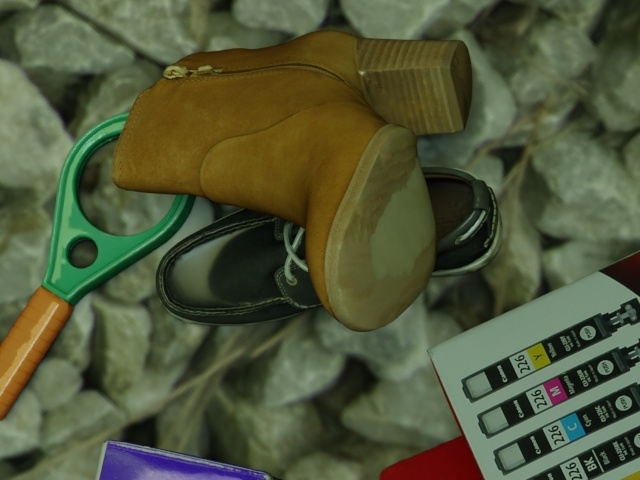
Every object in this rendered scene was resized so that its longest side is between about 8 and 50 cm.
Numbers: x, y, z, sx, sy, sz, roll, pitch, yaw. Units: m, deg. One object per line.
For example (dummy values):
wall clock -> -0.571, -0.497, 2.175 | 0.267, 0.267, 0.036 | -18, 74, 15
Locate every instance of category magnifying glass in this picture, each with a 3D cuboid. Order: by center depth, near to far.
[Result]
magnifying glass -> -0.165, 0.017, 1.152 | 0.092, 0.026, 0.231 | 31, 86, 13

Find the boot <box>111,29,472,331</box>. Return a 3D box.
boot -> -0.034, -0.038, 1.033 | 0.211, 0.295, 0.104 | -4, 121, 19

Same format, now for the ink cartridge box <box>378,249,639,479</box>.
ink cartridge box -> 0.187, 0.183, 0.966 | 0.271, 0.130, 0.309 | -26, 56, 4

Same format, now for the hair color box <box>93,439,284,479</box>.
hair color box -> -0.097, 0.298, 1.003 | 0.110, 0.185, 0.339 | 12, 81, 9

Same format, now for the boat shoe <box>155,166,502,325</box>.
boat shoe -> 0.000, 0.000, 1.104 | 0.233, 0.079, 0.084 | -12, 79, 7
